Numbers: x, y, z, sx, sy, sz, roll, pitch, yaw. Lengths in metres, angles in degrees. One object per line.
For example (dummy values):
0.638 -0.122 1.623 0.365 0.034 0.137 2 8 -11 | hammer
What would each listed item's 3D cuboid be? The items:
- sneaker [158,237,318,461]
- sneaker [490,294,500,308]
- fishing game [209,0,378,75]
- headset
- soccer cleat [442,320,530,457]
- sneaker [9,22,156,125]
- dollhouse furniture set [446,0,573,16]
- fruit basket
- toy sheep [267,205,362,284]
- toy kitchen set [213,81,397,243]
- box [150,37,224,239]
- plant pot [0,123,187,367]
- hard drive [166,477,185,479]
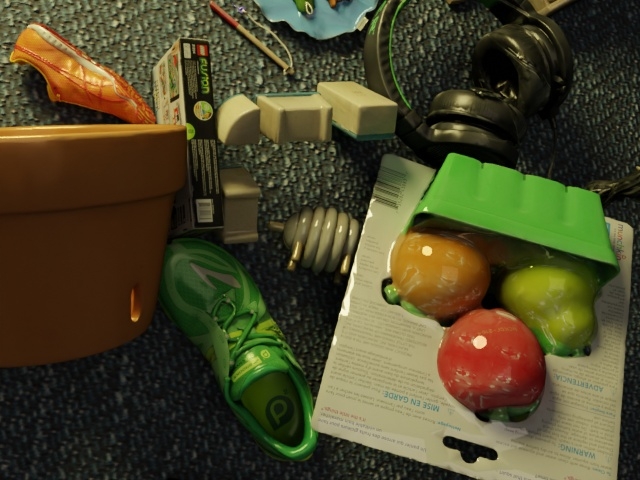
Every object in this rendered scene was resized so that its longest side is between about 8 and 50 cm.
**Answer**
-0.082 0.118 0.767 0.109 0.123 0.295 -35 94 -16 | sneaker
0.289 0.088 0.913 0.089 0.051 0.170 -27 87 -14 | sneaker
-0.005 -0.348 0.866 0.189 0.041 0.264 40 85 -9 | fishing game
0.239 -0.178 0.856 0.394 0.185 0.243 42 76 -12 | headset
0.254 0.214 0.871 0.121 0.093 0.289 -44 97 -18 | soccer cleat
-0.269 -0.176 0.786 0.175 0.064 0.067 34 97 -5 | sneaker
0.315 -0.421 0.842 0.287 0.303 0.198 -30 92 -17 | dollhouse furniture set
0.188 0.091 0.784 0.327 0.165 0.352 15 70 1 | fruit basket
0.000 0.000 0.824 0.132 0.091 0.091 17 80 -9 | toy sheep
-0.033 -0.097 0.827 0.207 0.122 0.166 -6 117 -22 | toy kitchen set
-0.154 -0.109 0.773 0.036 0.114 0.206 -3 86 -30 | box
-0.270 -0.007 0.664 0.291 0.291 0.203 -5 103 -16 | plant pot
-0.037 0.422 0.782 0.339 0.064 0.236 16 81 -15 | hard drive
